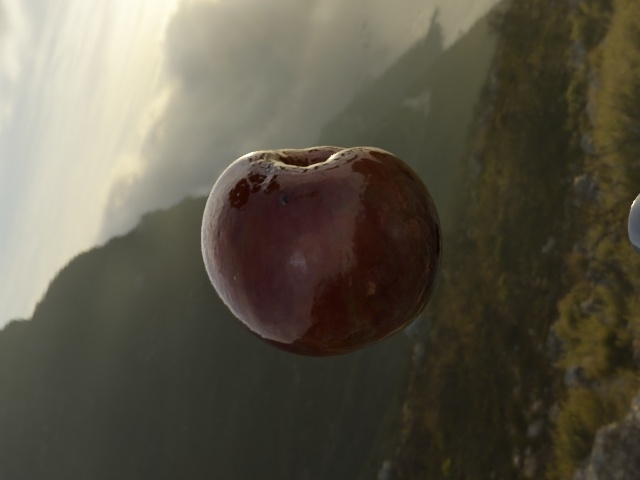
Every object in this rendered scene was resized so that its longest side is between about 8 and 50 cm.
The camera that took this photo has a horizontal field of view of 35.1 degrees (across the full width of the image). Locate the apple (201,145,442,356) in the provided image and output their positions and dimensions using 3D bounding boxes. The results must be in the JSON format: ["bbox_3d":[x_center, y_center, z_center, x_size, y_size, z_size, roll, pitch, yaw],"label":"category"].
[{"bbox_3d":[0.000,0.000,0.857,0.209,0.209,0.164,-106,5,-74],"label":"apple"}]

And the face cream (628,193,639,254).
[{"bbox_3d":[0.454,-0.018,1.267,0.104,0.117,0.117,12,86,51],"label":"face cream"}]
